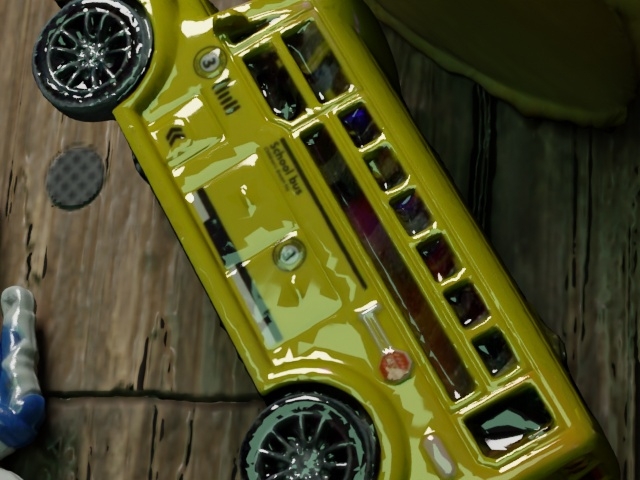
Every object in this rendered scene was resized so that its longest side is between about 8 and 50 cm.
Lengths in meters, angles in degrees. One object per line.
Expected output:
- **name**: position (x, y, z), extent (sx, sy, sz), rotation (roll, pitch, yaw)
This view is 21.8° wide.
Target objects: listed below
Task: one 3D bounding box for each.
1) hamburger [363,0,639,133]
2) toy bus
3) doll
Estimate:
- **hamburger**: position (0.101, -0.190, 0.748), extent (0.302, 0.261, 0.186), rotation (39, 83, 10)
- **toy bus**: position (0.000, 0.000, 0.773), extent (0.151, 0.145, 0.331), rotation (-31, 67, 6)
- **doll**: position (-0.190, 0.083, 0.859), extent (0.114, 0.057, 0.227), rotation (-24, 57, 4)
